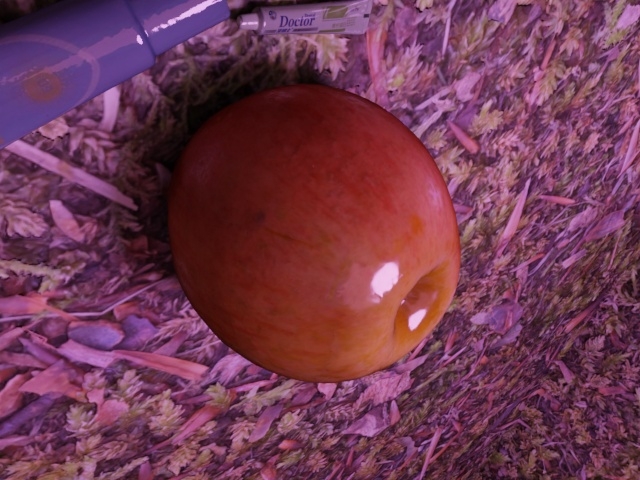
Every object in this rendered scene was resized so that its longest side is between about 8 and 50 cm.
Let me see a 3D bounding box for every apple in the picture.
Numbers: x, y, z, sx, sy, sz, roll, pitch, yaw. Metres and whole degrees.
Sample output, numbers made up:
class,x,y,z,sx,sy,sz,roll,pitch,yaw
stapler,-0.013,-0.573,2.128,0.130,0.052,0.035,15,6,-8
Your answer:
class,x,y,z,sx,sy,sz,roll,pitch,yaw
apple,0.000,0.000,0.795,0.364,0.364,0.363,-23,138,-23

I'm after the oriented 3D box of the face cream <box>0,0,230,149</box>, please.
class,x,y,z,sx,sy,sz,roll,pitch,yaw
face cream,-0.270,-0.163,0.609,0.385,0.086,0.135,-30,140,-9

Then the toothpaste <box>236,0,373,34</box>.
class,x,y,z,sx,sy,sz,roll,pitch,yaw
toothpaste,-0.014,-0.269,0.770,0.197,0.029,0.048,-16,135,-34
